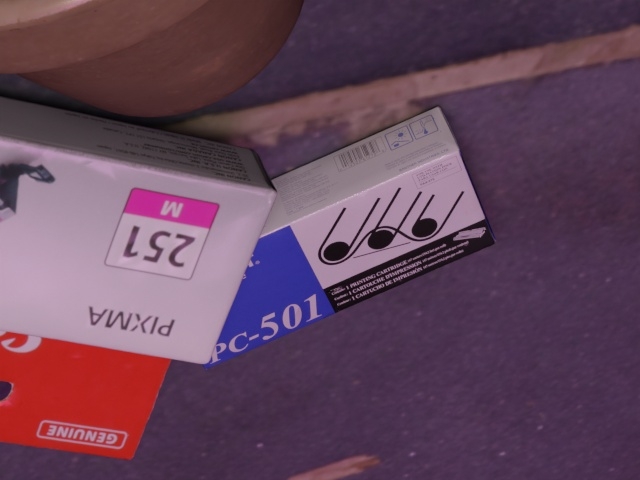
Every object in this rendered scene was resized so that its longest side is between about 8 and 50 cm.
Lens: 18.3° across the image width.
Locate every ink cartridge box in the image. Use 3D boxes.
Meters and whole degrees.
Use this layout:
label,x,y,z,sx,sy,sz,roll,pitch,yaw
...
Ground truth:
label,x,y,z,sx,sy,sz,roll,pitch,yaw
ink cartridge box,0.000,0.000,1.264,0.207,0.046,0.097,-23,137,3
ink cartridge box,-0.194,0.033,1.157,0.275,0.060,0.239,11,117,-23

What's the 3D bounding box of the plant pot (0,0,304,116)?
label,x,y,z,sx,sy,sz,roll,pitch,yaw
plant pot,-0.104,-0.165,0.921,0.263,0.263,0.229,-24,155,3
